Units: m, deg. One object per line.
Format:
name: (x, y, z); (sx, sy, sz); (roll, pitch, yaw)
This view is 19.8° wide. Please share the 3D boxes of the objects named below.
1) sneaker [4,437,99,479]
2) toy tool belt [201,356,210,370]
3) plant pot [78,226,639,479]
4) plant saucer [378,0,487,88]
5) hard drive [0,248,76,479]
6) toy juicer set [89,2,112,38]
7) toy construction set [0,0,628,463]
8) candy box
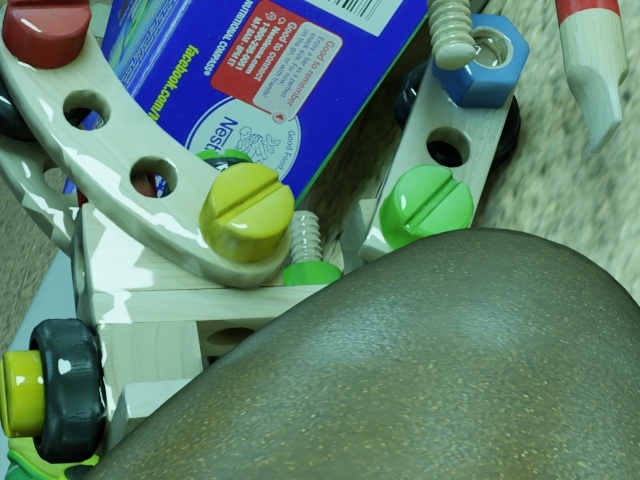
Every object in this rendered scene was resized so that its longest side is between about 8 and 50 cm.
sneaker: (-0.119, 0.178, 1.007); (0.295, 0.109, 0.124); (-157, 75, -75)
toy tool belt: (-0.087, 0.054, 1.152); (0.083, 0.052, 0.051); (-64, 24, -4)
plant pot: (0.029, 0.098, 0.500); (0.215, 0.215, 0.230); (-53, 4, 32)
plant saucer: (0.069, -0.165, 1.027); (0.198, 0.036, 0.199); (-54, 19, 29)
hard drive: (-0.182, 0.120, 1.294); (0.353, 0.047, 0.233); (-63, 26, 1)
toy juicer set: (-0.062, -0.247, 1.496); (0.329, 0.089, 0.209); (-51, 32, 13)
toy construction set: (0.000, 0.000, 0.748); (0.309, 0.257, 0.237); (-34, 49, 40)
candy box: (-0.026, -0.170, 1.049); (0.268, 0.122, 0.317); (-54, 20, 34)
